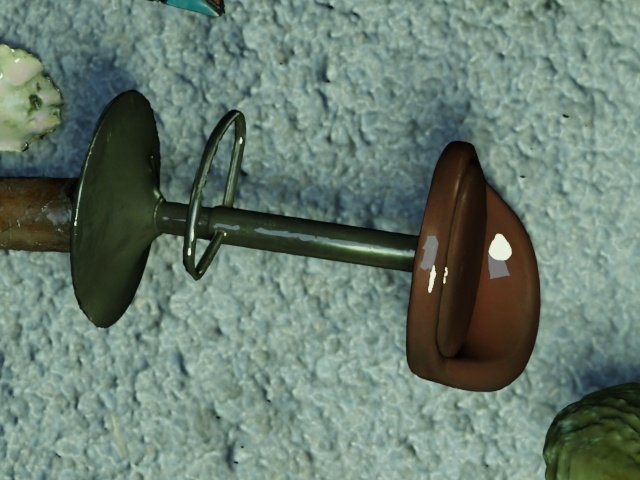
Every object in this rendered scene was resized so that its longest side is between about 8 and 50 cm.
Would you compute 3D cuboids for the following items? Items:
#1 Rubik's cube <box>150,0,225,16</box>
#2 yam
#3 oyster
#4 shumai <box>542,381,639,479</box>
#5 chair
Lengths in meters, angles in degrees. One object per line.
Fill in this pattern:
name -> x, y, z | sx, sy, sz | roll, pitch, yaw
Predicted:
Rubik's cube -> -0.213, -0.322, 1.691 | 0.178, 0.211, 0.190 | -15, 49, 30
yam -> -0.287, -0.026, 1.669 | 0.141, 0.079, 0.079 | 1, 86, 13
oyster -> -0.363, -0.137, 1.700 | 0.209, 0.072, 0.133 | -7, 78, -9
shumai -> 0.364, 0.302, 1.409 | 0.397, 0.324, 0.323 | 11, 107, 8
chair -> 0.000, 0.000, 1.531 | 0.400, 0.226, 0.227 | 9, 88, 11
